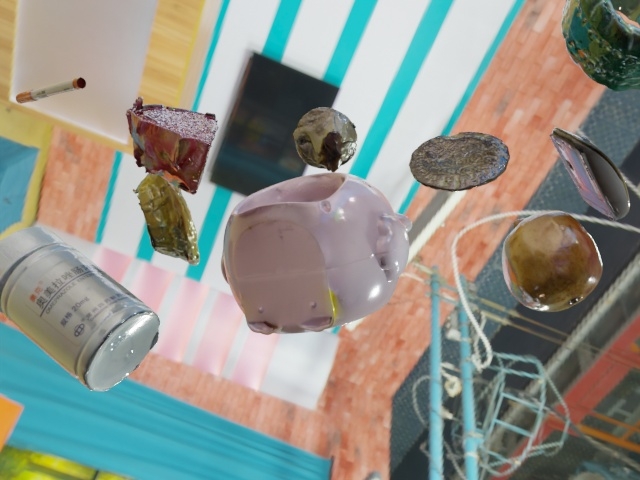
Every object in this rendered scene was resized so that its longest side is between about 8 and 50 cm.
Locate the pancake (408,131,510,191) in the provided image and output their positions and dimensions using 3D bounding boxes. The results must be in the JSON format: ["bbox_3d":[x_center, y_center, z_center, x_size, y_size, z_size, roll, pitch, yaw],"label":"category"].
[{"bbox_3d":[0.264,-0.154,1.340,0.199,0.199,0.021,-76,159,-49],"label":"pancake"}]

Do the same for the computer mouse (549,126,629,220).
[{"bbox_3d":[0.671,-0.171,1.728,0.072,0.310,0.158,-43,-144,3],"label":"computer mouse"}]

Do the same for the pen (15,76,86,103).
[{"bbox_3d":[-0.624,-0.344,1.611,0.239,0.028,0.028,-3,-124,34],"label":"pen"}]

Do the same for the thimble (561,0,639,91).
[{"bbox_3d":[0.648,-0.470,1.485,0.288,0.254,0.167,61,-16,17],"label":"thimble"}]

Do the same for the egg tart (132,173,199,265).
[{"bbox_3d":[-0.398,-0.064,1.800,0.315,0.120,0.315,162,-90,-79],"label":"egg tart"}]

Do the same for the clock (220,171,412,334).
[{"bbox_3d":[0.000,0.000,1.343,0.376,0.368,0.250,-32,112,-62],"label":"clock"}]

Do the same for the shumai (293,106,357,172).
[{"bbox_3d":[0.021,-0.300,2.082,0.120,0.201,0.201,-157,-91,-80],"label":"shumai"}]

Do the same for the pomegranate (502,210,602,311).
[{"bbox_3d":[0.564,0.041,1.753,0.270,0.229,0.252,68,7,34],"label":"pomegranate"}]

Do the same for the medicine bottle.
[{"bbox_3d":[-0.499,0.127,1.386,0.190,0.332,0.190,-47,158,-26],"label":"medicine bottle"}]

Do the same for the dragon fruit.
[{"bbox_3d":[-0.279,-0.172,1.263,0.274,0.161,0.126,-105,-143,-68],"label":"dragon fruit"}]
